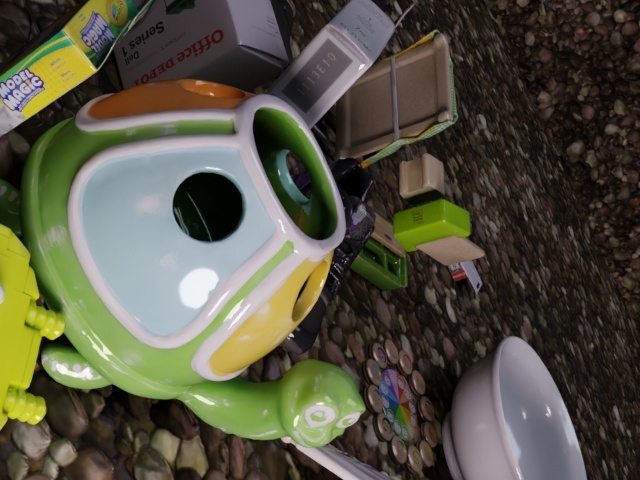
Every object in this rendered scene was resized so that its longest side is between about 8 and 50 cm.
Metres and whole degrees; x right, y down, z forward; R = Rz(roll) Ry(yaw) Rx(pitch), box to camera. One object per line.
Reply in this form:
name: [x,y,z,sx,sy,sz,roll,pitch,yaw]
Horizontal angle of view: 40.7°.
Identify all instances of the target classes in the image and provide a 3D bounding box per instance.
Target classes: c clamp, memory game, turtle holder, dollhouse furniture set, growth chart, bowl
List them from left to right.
turtle holder: [-0.100,0.018,0.710,0.243,0.227,0.321,18,53,-56]
c clamp: [0.000,-0.165,1.271,0.160,0.022,0.137,39,32,-39]
growth chart: [0.066,0.262,0.926,0.021,0.172,0.237,-59,141,-7]
memory game: [0.111,0.222,1.167,0.186,0.012,0.186,41,36,-39]
dollhouse furniture set: [0.131,-0.109,1.222,0.151,0.197,0.302,31,51,-46]
bowl: [0.268,0.298,1.257,0.298,0.134,0.298,41,37,-41]

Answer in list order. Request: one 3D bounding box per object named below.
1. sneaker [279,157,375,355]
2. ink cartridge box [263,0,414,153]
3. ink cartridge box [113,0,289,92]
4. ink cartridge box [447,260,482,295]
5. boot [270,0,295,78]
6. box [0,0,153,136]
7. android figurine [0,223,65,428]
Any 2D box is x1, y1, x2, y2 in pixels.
sneaker: [0.000,0.000,1.019,0.107,0.124,0.283,46,33,-33]
ink cartridge box: [-0.027,-0.147,0.921,0.060,0.275,0.239,41,31,-9]
ink cartridge box: [-0.145,-0.256,0.920,0.092,0.160,0.220,6,63,-58]
ink cartridge box: [0.249,0.042,1.543,0.115,0.029,0.063,64,26,-8]
boot: [-0.090,-0.311,1.168,0.197,0.076,0.137,26,52,-51]
box: [-0.214,-0.140,0.682,0.043,0.179,0.105,53,29,-26]
android figurine: [-0.276,0.043,0.528,0.272,0.056,0.248,35,54,-44]
